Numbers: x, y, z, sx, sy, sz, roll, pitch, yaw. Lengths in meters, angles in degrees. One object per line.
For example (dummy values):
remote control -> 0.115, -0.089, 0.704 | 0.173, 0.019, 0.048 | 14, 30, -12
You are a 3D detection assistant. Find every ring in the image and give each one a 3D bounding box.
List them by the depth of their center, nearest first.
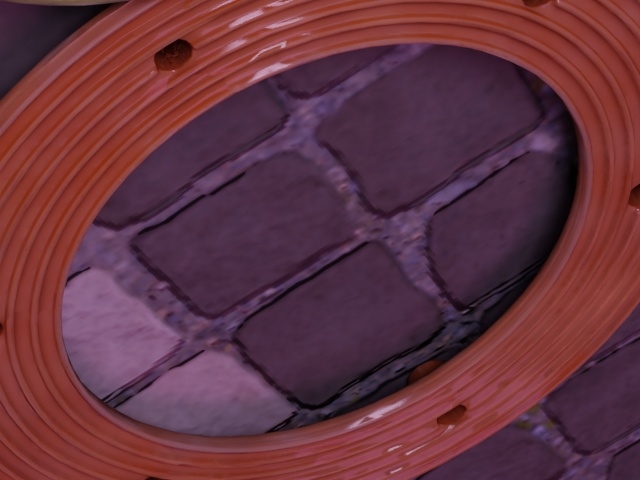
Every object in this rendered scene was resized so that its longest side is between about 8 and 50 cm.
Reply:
ring -> 0.000, 0.000, 0.777 | 0.337, 0.032, 0.336 | -16, 140, -14

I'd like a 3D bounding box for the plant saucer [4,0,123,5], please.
plant saucer -> -0.055, -0.173, 0.554 | 0.241, 0.037, 0.241 | -15, 139, -13
